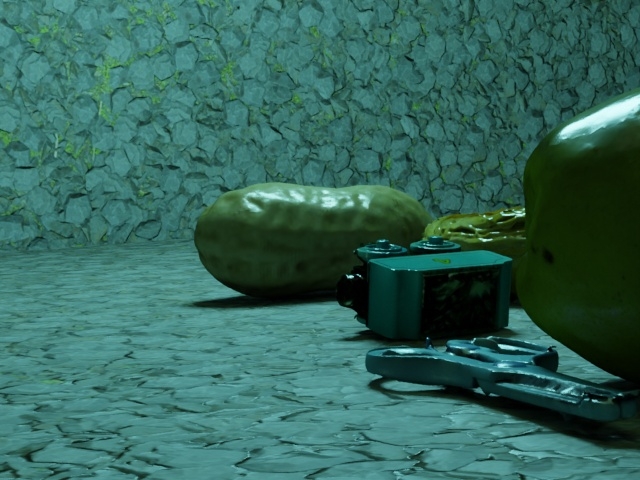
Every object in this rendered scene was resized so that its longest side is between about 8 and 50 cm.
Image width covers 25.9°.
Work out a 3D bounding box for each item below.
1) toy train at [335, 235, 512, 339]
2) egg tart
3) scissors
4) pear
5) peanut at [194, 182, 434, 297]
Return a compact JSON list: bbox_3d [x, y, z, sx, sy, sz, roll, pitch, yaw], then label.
[{"bbox_3d":[0.124,0.057,1.618,0.198,0.107,0.154,-4,12,-28],"label":"toy train"},{"bbox_3d":[0.295,0.013,1.970,0.319,0.128,0.319,-5,3,0],"label":"egg tart"},{"bbox_3d":[0.165,0.117,1.187,0.180,0.032,0.393,-3,3,-17],"label":"scissors"},{"bbox_3d":[0.317,-0.007,1.199,0.294,0.294,0.294,-2,4,0],"label":"pear"},{"bbox_3d":[0.000,0.000,2.079,0.387,0.170,0.192,0,-1,-20],"label":"peanut"}]
